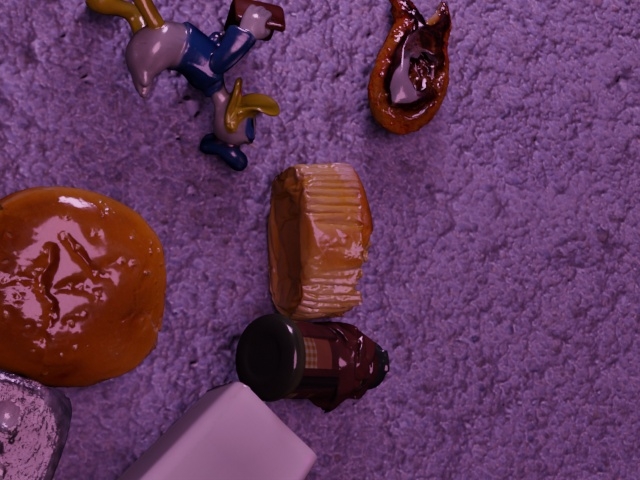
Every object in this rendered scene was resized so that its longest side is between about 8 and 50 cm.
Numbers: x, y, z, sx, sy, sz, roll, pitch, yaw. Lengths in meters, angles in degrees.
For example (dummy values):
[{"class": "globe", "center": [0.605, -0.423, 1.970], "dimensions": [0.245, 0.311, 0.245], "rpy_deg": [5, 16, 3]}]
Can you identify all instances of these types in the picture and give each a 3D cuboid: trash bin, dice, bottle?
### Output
[{"class": "trash bin", "center": [-0.211, 0.385, 1.775], "dimensions": [0.296, 0.256, 0.368], "rpy_deg": [45, 63, -7]}, {"class": "dice", "center": [-0.462, 0.278, 1.707], "dimensions": [0.181, 0.182, 0.183], "rpy_deg": [22, 75, -17]}, {"class": "bottle", "center": [-0.003, 0.196, 1.902], "dimensions": [0.271, 0.156, 0.143], "rpy_deg": [12, 66, -49]}]

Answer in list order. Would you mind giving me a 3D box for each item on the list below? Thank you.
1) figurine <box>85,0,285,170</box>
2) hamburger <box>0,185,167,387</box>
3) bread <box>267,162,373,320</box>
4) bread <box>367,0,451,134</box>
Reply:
[{"class": "figurine", "center": [-0.175, -0.274, 1.922], "dimensions": [0.283, 0.204, 0.338], "rpy_deg": [-28, 107, -29]}, {"class": "hamburger", "center": [-0.373, 0.069, 1.776], "dimensions": [0.314, 0.170, 0.290], "rpy_deg": [12, 86, -22]}, {"class": "bread", "center": [0.000, 0.000, 1.928], "dimensions": [0.133, 0.179, 0.250], "rpy_deg": [-1, 86, -26]}, {"class": "bread", "center": [0.152, -0.300, 2.076], "dimensions": [0.139, 0.095, 0.269], "rpy_deg": [19, 63, -21]}]
